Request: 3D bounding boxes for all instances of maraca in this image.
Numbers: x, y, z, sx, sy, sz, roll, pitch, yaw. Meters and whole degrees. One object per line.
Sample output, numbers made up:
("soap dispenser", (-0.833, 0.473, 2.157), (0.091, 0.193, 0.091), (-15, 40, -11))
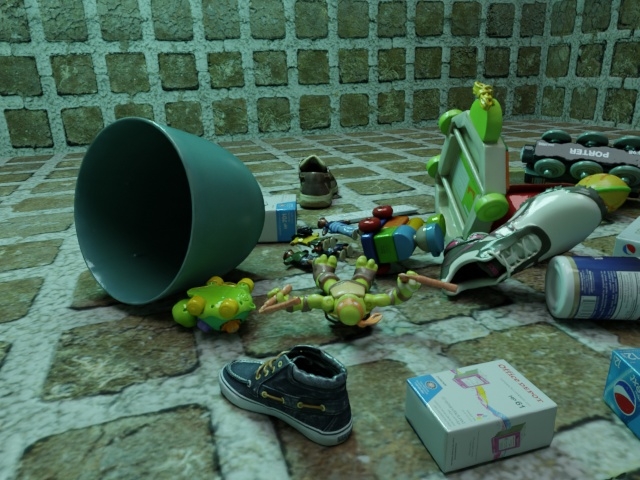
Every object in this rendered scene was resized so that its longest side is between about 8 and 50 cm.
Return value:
("maraca", (0.682, -0.110, 1.200), (0.127, 0.099, 0.185), (2, -7, -1))

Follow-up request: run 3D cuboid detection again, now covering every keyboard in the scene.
("keyboard", (0.126, -0.069, 1.244), (0.256, 0.014, 0.072), (-9, 21, -21))

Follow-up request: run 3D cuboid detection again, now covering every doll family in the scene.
("doll family", (0.000, 0.000, 0.983), (0.111, 0.076, 0.193), (11, 18, 43))

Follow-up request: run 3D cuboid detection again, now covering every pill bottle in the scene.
("pill bottle", (0.430, 0.070, 0.704), (0.170, 0.094, 0.094), (1, 20, 7))

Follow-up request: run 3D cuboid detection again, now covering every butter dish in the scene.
("butter dish", (0.409, -0.020, 0.926), (0.160, 0.160, 0.118), (-2, 42, 1))

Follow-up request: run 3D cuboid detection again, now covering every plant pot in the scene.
("plant pot", (-0.238, -0.051, 0.848), (0.293, 0.292, 0.235), (11, 9, 31))

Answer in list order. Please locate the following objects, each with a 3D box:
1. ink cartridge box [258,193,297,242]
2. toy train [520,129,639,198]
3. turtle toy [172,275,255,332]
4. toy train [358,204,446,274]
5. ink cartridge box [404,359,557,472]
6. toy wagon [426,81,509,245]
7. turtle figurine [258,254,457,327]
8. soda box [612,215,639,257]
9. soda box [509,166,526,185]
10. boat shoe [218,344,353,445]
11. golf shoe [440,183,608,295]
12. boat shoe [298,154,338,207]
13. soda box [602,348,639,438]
("ink cartridge box", (-0.150, -0.051, 1.119), (0.191, 0.082, 0.139), (-1, 19, -2))
("toy train", (0.715, -0.193, 1.301), (0.334, 0.190, 0.142), (11, 68, 23))
("turtle toy", (-0.158, 0.100, 0.711), (0.130, 0.066, 0.095), (2, 20, 11))
("toy train", (0.179, -0.024, 0.936), (0.143, 0.105, 0.248), (-7, 15, 26))
("ink cartridge box", (0.161, 0.174, 0.494), (0.123, 0.052, 0.088), (-6, 20, -15))
("toy wagon", (0.286, -0.135, 0.916), (0.068, 0.344, 0.267), (-2, 50, -6))
("turtle figurine", (0.054, 0.080, 0.722), (0.270, 0.087, 0.217), (-10, 12, 3))
("soda box", (0.622, 0.005, 0.909), (0.074, 0.069, 0.216), (17, 28, 41))
("soda box", (0.612, -0.192, 1.478), (0.181, 0.061, 0.058), (-3, 20, -3))
("boat shoe", (-0.043, 0.149, 0.535), (0.183, 0.083, 0.065), (12, 23, 34))
("golf shoe", (0.310, 0.015, 0.756), (0.273, 0.105, 0.120), (-35, 7, 38))
("boat shoe", (-0.011, -0.198, 1.458), (0.123, 0.123, 0.342), (0, 20, 5))
("soda box", (0.420, 0.156, 0.501), (0.210, 0.067, 0.071), (-3, 20, -2))
